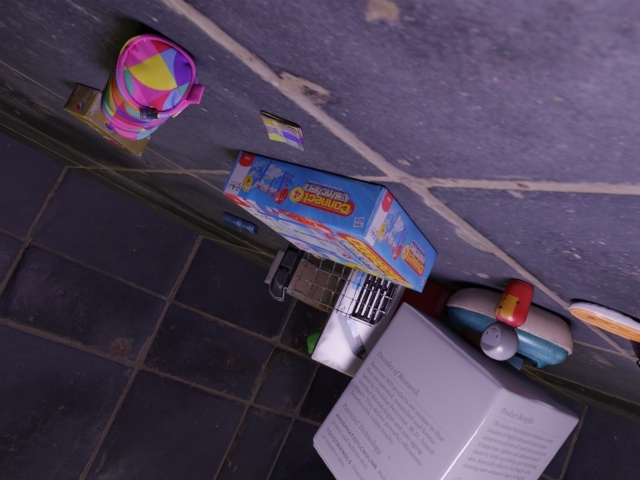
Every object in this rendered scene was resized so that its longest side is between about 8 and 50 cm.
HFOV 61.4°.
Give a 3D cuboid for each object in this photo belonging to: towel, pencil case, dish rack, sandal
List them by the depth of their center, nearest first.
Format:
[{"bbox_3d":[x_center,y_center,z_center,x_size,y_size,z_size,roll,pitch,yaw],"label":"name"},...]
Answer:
[{"bbox_3d":[-0.234,-0.194,0.720,0.104,0.104,0.236,29,171,-26],"label":"pencil case"},{"bbox_3d":[-0.053,-0.152,0.756,0.060,0.009,0.083,23,170,7],"label":"towel"},{"bbox_3d":[0.544,0.185,0.904,0.265,0.076,0.102,21,170,19],"label":"sandal"},{"bbox_3d":[0.041,0.073,1.213,0.271,0.208,0.074,22,155,6],"label":"dish rack"},{"bbox_3d":[-0.265,-0.055,1.779,0.119,0.029,0.067,23,170,11],"label":"towel"}]

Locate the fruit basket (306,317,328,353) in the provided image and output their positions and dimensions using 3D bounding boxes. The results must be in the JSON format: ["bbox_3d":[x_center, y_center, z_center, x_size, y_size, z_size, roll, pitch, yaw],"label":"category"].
[{"bbox_3d":[0.142,0.300,1.919,0.392,0.283,0.392,9,171,1],"label":"fruit basket"}]

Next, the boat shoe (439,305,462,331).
[{"bbox_3d":[0.326,0.212,1.474,0.119,0.121,0.335,36,164,-34],"label":"boat shoe"}]

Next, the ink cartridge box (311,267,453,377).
[{"bbox_3d":[0.155,0.205,1.330,0.261,0.296,0.066,24,-172,-1],"label":"ink cartridge box"}]

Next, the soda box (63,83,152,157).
[{"bbox_3d":[-0.420,-0.236,1.078,0.061,0.058,0.181,21,170,21],"label":"soda box"}]

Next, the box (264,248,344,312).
[{"bbox_3d":[-0.053,0.166,2.120,0.311,0.148,0.121,31,168,-40],"label":"box"}]

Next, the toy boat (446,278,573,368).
[{"bbox_3d":[0.374,0.180,1.093,0.267,0.148,0.318,21,170,22],"label":"toy boat"}]

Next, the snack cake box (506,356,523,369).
[{"bbox_3d":[0.488,0.291,1.606,0.152,0.089,0.264,12,165,47],"label":"snack cake box"}]

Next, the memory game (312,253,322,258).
[{"bbox_3d":[-0.063,-0.002,1.451,0.186,0.012,0.186,35,-176,-3],"label":"memory game"}]

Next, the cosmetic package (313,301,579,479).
[{"bbox_3d":[0.266,0.418,1.187,0.329,0.394,0.327,28,-173,-37],"label":"cosmetic package"}]

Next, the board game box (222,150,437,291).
[{"bbox_3d":[0.027,-0.030,0.998,0.302,0.086,0.308,19,169,33],"label":"board game box"}]
